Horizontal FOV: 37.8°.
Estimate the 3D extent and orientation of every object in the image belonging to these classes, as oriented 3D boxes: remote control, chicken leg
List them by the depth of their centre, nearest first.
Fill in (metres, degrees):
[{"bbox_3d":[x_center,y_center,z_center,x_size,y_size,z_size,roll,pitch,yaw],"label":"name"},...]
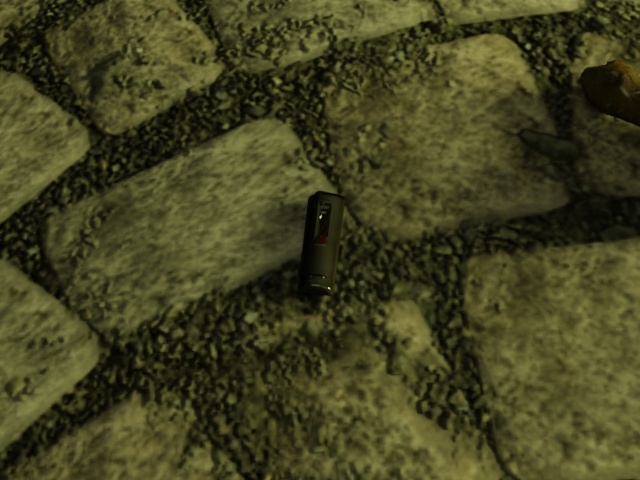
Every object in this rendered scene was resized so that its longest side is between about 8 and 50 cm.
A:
[{"bbox_3d":[0.000,0.000,0.733,0.034,0.016,0.091,5,58,3],"label":"remote control"},{"bbox_3d":[0.287,-0.092,0.736,0.085,0.069,0.198,-37,54,-19],"label":"chicken leg"}]
